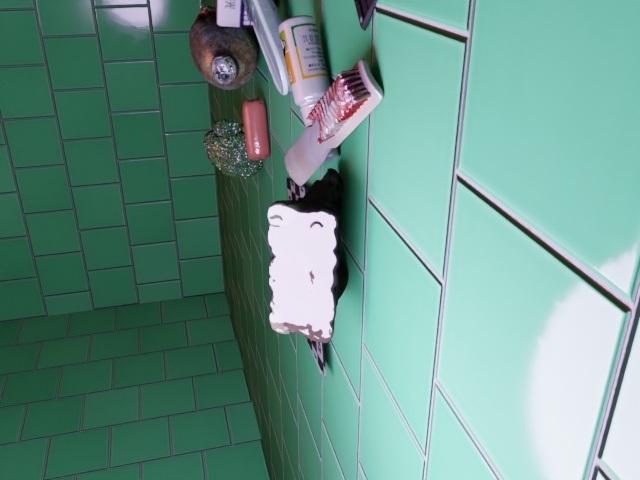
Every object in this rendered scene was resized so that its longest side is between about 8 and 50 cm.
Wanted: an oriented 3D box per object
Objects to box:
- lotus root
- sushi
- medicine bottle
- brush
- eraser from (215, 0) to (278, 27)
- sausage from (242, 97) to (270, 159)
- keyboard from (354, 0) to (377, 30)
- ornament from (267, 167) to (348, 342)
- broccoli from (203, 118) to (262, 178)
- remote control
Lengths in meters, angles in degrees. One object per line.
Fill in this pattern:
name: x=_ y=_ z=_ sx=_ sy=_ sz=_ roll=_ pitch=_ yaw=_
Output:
lotus root: x=-0.242 y=-0.479 z=1.600 sx=0.349 sy=0.175 sz=0.175 roll=-111 pitch=20 yaw=-48
sushi: x=-0.063 y=0.060 z=1.306 sx=0.343 sy=0.064 sz=0.359 roll=-136 pitch=42 yaw=-75
medicine bottle: x=-0.014 y=-0.235 z=0.999 sx=0.092 sy=0.061 sz=0.220 roll=-179 pitch=75 yaw=-88
brush: x=-0.003 y=-0.151 z=0.903 sx=0.060 sy=0.050 sz=0.321 roll=63 pitch=156 yaw=5
eraser: x=-0.142 y=-0.549 z=1.236 sx=0.287 sy=0.130 sz=0.086 roll=108 pitch=155 yaw=-64
sausage: x=-0.163 y=-0.282 z=1.598 sx=0.062 sy=0.062 sz=0.154 roll=-148 pitch=52 yaw=-73
keyboard: x=0.042 y=-0.366 z=0.797 sx=0.063 sy=0.010 sz=0.198 roll=122 pitch=139 yaw=-67
ornament: x=0.000 y=0.000 z=0.989 sx=0.260 sy=0.106 sz=0.251 roll=-65 pitch=-20 yaw=-59
broccoli: x=-0.240 y=-0.257 z=1.762 sx=0.156 sy=0.195 sz=0.195 roll=-49 pitch=-37 yaw=-59
remote control: x=-0.098 y=-0.396 z=1.198 sx=0.104 sy=0.052 sz=0.247 roll=128 pitch=122 yaw=-80
